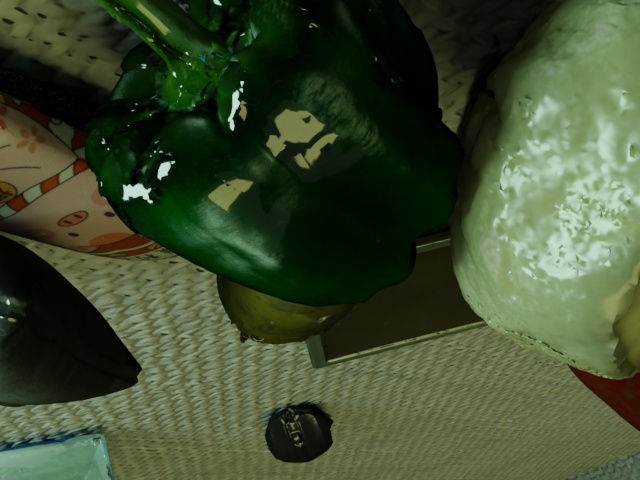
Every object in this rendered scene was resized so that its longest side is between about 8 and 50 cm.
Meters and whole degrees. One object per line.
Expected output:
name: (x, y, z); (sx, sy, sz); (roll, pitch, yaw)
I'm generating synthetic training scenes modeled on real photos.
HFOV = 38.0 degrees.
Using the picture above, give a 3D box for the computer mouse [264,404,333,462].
computer mouse: (-0.029, 0.282, 1.326); (0.099, 0.057, 0.172); (-14, 151, 2)

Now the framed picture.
framed picture: (0.090, 0.060, 0.989); (0.232, 0.019, 0.296); (-14, 155, -3)

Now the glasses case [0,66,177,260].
glasses case: (-0.159, -0.041, 0.582); (0.103, 0.067, 0.267); (-23, 154, 30)

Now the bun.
bun: (0.169, -0.050, 0.555); (0.152, 0.259, 0.259); (23, 170, 27)

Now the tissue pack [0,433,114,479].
tissue pack: (-0.373, 0.362, 1.192); (0.198, 0.146, 0.263); (-7, 152, -22)

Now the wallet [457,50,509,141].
wallet: (0.160, -0.082, 0.724); (0.110, 0.031, 0.198); (-10, 154, -10)

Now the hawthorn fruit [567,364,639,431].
hawthorn fruit: (0.357, 0.039, 0.818); (0.308, 0.325, 0.308); (-43, -175, 5)

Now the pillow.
pillow: (-0.257, 0.039, 0.600); (0.250, 0.106, 0.186); (12, 163, 14)

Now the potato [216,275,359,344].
potato: (0.000, 0.000, 0.687); (0.149, 0.113, 0.251); (-31, 173, -38)

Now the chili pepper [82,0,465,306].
chili pepper: (-0.048, -0.070, 0.473); (0.174, 0.165, 0.261); (-36, 133, 27)
